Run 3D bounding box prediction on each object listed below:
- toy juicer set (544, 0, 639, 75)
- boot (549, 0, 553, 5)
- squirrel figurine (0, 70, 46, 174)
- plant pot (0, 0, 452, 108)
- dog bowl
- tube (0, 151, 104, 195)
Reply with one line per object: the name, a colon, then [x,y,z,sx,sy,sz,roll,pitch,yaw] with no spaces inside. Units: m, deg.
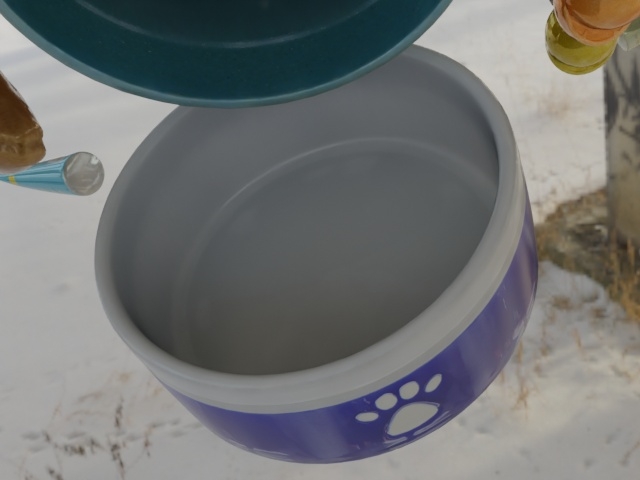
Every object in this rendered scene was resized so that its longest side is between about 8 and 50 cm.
toy juicer set: [0.268,-0.169,0.674,0.209,0.089,0.329,-33,-11,26]
boot: [0.199,-0.250,0.876,0.114,0.037,0.106,2,-14,-21]
squirrel figurine: [-0.485,-0.144,0.781,0.370,0.281,0.397,-19,10,-33]
plant pot: [-0.058,-0.261,0.550,0.271,0.272,0.255,-8,54,4]
dog bowl: [0.000,0.000,0.606,0.264,0.104,0.265,-12,50,14]
tube: [-0.338,-0.082,1.205,0.080,0.052,0.207,5,-1,-37]
